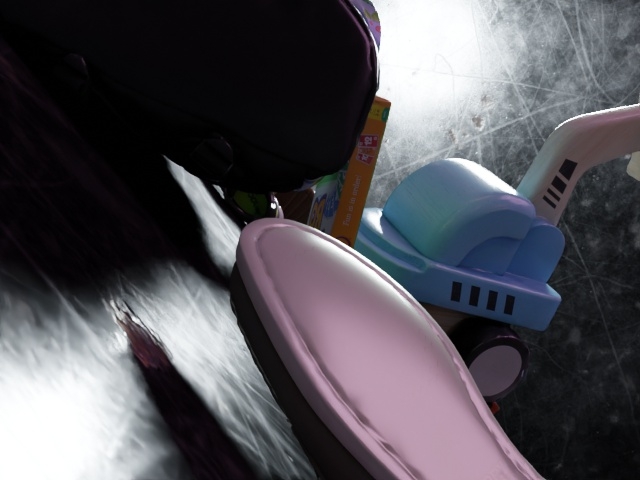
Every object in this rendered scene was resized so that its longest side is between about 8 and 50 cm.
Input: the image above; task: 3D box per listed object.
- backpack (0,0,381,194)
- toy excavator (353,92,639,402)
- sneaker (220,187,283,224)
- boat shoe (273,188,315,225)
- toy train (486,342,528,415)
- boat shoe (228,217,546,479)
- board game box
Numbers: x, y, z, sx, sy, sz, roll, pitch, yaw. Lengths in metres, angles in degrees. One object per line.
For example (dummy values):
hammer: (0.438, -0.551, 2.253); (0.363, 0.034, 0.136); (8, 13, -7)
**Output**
backpack: (-0.079, -0.159, 0.766); (0.290, 0.273, 0.355); (26, -13, 4)
toy excavator: (0.255, -0.028, 1.110); (0.433, 0.445, 0.222); (14, 21, -25)
sneaker: (-0.104, -0.081, 1.047); (0.170, 0.063, 0.075); (55, -4, -1)
boat shoe: (-0.038, -0.028, 1.175); (0.095, 0.095, 0.257); (56, -1, -32)
toy train: (0.225, 0.203, 1.329); (0.142, 0.190, 0.334); (50, 2, 3)
boat shoe: (0.044, 0.118, 0.423); (0.109, 0.091, 0.305); (-18, 60, -47)
board game box: (0.016, -0.030, 0.895); (0.039, 0.259, 0.124); (9, 13, -12)
